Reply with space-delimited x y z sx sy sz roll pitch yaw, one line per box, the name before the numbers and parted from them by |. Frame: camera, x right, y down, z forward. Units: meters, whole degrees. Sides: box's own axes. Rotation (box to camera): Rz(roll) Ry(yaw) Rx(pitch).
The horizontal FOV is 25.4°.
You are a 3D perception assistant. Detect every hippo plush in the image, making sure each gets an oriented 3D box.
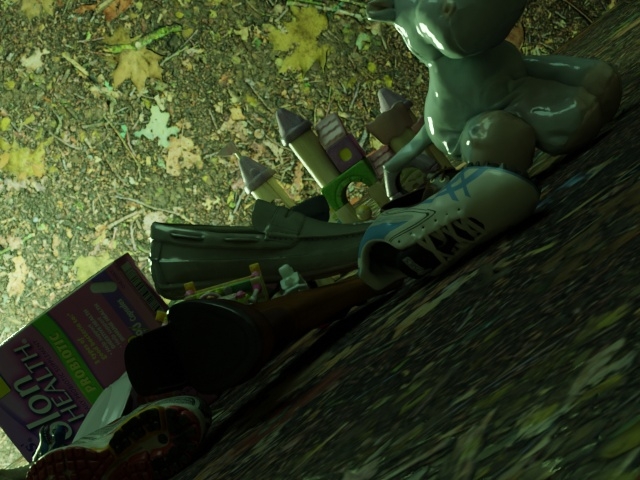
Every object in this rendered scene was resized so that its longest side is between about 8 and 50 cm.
hippo plush | 0.194 -0.218 1.617 0.234 0.236 0.294 -26 16 -18

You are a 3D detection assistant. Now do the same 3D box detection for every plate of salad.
plate of salad | -0.254 0.240 1.639 0.200 0.048 0.200 -55 14 21

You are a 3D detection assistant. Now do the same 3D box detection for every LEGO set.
LEGO set | -0.138 0.125 1.637 0.287 0.132 0.107 -38 7 7

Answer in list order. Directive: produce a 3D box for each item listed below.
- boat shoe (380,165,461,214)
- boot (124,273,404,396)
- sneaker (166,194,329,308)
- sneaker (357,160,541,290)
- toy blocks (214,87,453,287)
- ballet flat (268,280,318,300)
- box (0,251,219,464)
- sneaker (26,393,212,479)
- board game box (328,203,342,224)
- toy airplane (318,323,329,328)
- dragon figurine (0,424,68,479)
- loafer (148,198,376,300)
boat shoe | 0.147 -0.050 1.699 0.207 0.073 0.073 -32 2 44
boot | -0.027 0.087 1.451 0.280 0.096 0.264 -15 -11 -31
sneaker | -0.087 0.071 1.929 0.319 0.131 0.112 -40 -3 -14
sneaker | 0.123 -0.008 1.371 0.237 0.085 0.086 -28 35 51
toy blocks | 0.025 -0.102 2.092 0.288 0.260 0.309 -35 3 14
ballet flat | -0.072 0.100 1.781 0.221 0.077 0.079 -36 -21 -52
box | -0.282 0.173 1.790 0.243 0.213 0.117 -36 4 4
sneaker | -0.201 0.224 1.449 0.225 0.088 0.093 -25 3 22
board game box | 0.000 0.000 2.312 0.154 0.103 0.026 -34 4 28
toy airplane | 0.006 0.078 1.734 0.151 0.028 0.151 -37 4 3
dragon figurine | -0.367 0.326 1.550 0.085 0.144 0.289 -55 -14 -81
loafer | -0.061 0.000 1.800 0.319 0.111 0.112 -9 5 -1
